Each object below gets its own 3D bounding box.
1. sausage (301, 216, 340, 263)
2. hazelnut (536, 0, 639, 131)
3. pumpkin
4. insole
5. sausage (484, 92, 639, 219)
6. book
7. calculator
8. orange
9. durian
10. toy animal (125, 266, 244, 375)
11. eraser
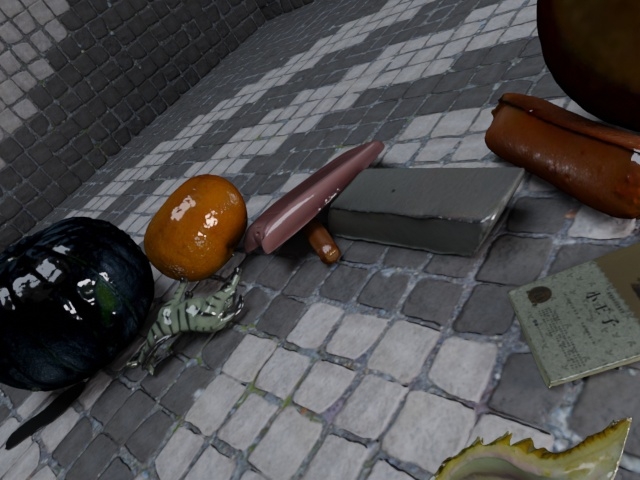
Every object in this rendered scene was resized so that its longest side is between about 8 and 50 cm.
[{"bbox_3d":[0.000,0.000,0.881,0.039,0.041,0.131,-30,31,-2],"label":"sausage"},{"bbox_3d":[0.463,-0.320,0.557,0.429,0.402,0.402,-16,34,48],"label":"hazelnut"},{"bbox_3d":[-0.505,0.114,0.996,0.363,0.266,0.363,-27,27,16],"label":"pumpkin"},{"bbox_3d":[-0.525,0.334,0.964,0.188,0.004,0.064,-36,31,-2],"label":"insole"},{"bbox_3d":[0.332,-0.120,0.677,0.102,0.102,0.330,-33,32,3],"label":"sausage"},{"bbox_3d":[0.309,0.066,0.523,0.198,0.016,0.138,-24,33,17],"label":"book"},{"bbox_3d":[-0.012,-0.095,0.973,0.329,0.048,0.220,-41,13,-17],"label":"calculator"},{"bbox_3d":[-0.238,-0.023,1.000,0.224,0.170,0.224,-45,16,17],"label":"orange"},{"bbox_3d":[0.159,0.216,0.385,0.224,0.078,0.140,-47,17,18],"label":"durian"},{"bbox_3d":[-0.232,0.141,0.888,0.216,0.073,0.176,-14,42,23],"label":"toy animal"},{"bbox_3d":[0.141,-0.051,0.785,0.352,0.077,0.111,9,49,50],"label":"eraser"}]
